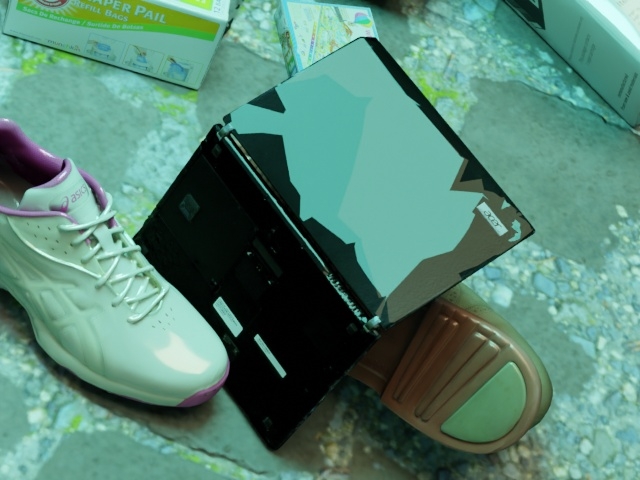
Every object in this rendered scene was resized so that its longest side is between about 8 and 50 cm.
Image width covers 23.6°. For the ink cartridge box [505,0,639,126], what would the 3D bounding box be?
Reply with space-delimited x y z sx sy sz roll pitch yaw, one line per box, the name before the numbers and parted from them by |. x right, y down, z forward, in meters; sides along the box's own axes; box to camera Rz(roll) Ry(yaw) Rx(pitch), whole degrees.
ink cartridge box | 0.325 -0.373 1.709 0.285 0.166 0.395 -40 76 -10

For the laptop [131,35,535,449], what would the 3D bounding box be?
laptop | 0.000 0.000 1.309 0.136 0.264 0.234 -14 61 -49

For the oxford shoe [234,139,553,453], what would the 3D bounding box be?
oxford shoe | 0.037 0.051 1.378 0.397 0.140 0.146 40 13 18

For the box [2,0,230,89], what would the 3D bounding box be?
box | -0.194 -0.245 1.489 0.203 0.103 0.114 16 50 -13

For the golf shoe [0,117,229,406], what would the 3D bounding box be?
golf shoe | -0.198 0.019 1.265 0.306 0.140 0.115 36 47 3

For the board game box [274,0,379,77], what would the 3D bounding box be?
board game box | 0.017 -0.181 1.586 0.103 0.026 0.154 3 54 -22
